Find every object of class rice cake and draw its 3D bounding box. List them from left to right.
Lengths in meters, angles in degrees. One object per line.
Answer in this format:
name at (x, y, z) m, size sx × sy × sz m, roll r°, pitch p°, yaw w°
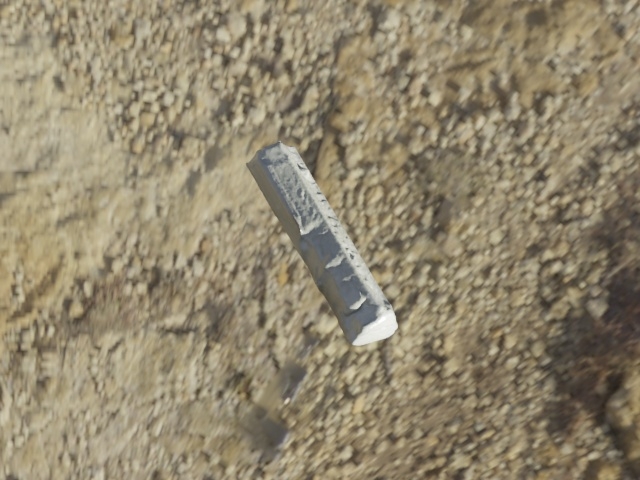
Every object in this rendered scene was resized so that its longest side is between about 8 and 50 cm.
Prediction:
rice cake at (0.000, 0.000, 1.511) m, size 0.057 × 0.052 × 0.256 m, roll -24°, pitch 65°, yaw -15°
